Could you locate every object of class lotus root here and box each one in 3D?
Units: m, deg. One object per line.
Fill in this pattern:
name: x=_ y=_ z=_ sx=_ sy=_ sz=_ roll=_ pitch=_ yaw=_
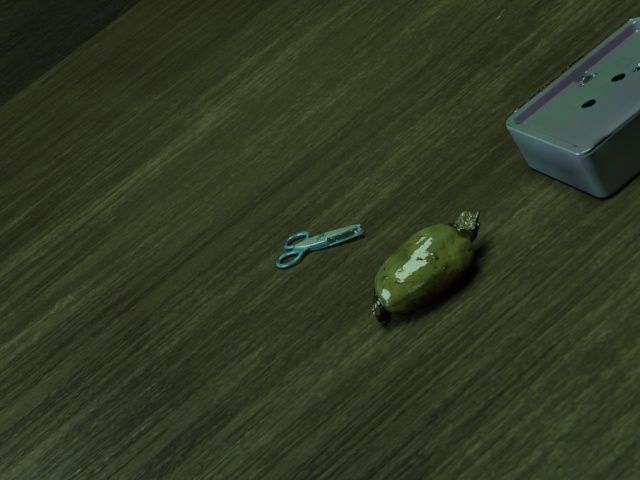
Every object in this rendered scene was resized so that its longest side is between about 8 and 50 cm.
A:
lotus root: x=0.107 y=0.023 z=1.193 sx=0.152 sy=0.063 sz=0.072 roll=-42 pitch=20 yaw=-7

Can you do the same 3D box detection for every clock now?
clock: x=0.308 y=-0.141 z=1.230 sx=0.197 sy=0.063 sz=0.150 roll=-39 pitch=29 yaw=-9

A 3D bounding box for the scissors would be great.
scissors: x=0.000 y=0.000 z=1.382 sx=0.119 sy=0.014 sz=0.058 roll=-18 pitch=34 yaw=33
